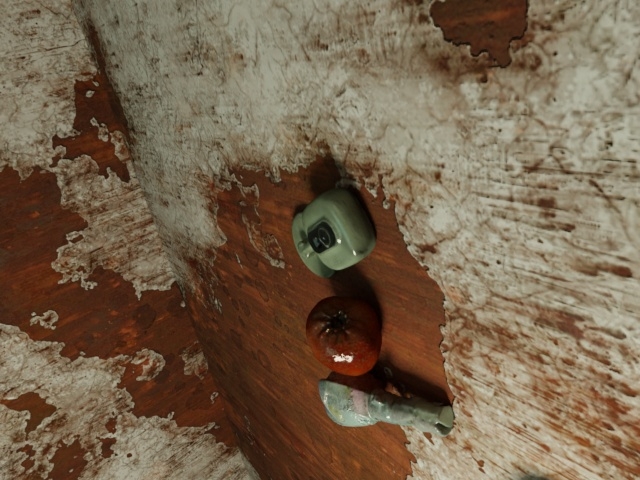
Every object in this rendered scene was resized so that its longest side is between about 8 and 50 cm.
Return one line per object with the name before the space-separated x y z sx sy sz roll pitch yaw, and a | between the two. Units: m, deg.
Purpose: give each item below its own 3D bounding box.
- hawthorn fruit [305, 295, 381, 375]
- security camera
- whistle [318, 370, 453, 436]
hawthorn fruit | 0.047 0.231 1.012 0.165 0.165 0.286 46 155 25
security camera | 0.000 0.000 0.958 0.157 0.080 0.301 60 152 2
whistle | 0.119 0.345 1.008 0.346 0.134 0.142 -5 122 46
